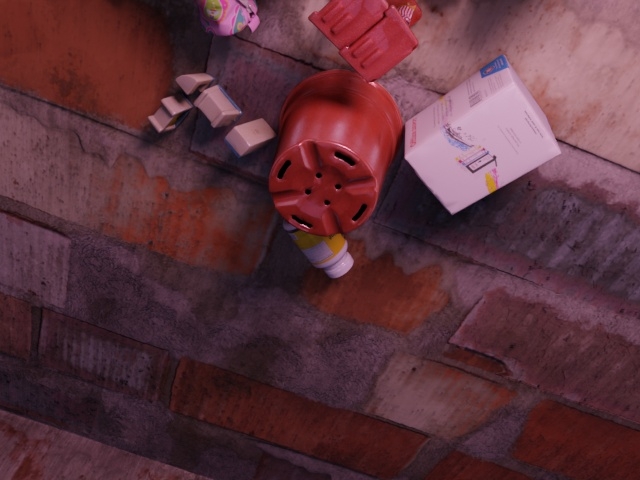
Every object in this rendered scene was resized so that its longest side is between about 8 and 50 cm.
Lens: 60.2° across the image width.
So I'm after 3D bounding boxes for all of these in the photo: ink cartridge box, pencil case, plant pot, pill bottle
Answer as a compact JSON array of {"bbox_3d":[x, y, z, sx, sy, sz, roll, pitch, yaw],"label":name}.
[{"bbox_3d":[0.302,-0.201,1.067,0.233,0.171,0.168,-32,114,29],"label":"ink cartridge box"},{"bbox_3d":[-0.195,-0.486,0.936,0.124,0.124,0.284,-5,146,14],"label":"pencil case"},{"bbox_3d":[0.021,-0.161,1.091,0.273,0.265,0.272,5,126,7],"label":"plant pot"},{"bbox_3d":[0.000,0.000,1.311,0.103,0.103,0.184,-25,118,25],"label":"pill bottle"}]

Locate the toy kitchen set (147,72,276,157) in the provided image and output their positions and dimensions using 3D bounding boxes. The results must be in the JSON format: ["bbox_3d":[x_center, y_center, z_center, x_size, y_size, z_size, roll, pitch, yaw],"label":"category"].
[{"bbox_3d":[-0.236,-0.244,1.195,0.166,0.122,0.207,-39,90,31],"label":"toy kitchen set"}]

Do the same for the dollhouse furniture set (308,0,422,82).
[{"bbox_3d":[0.179,-0.451,0.892,0.374,0.201,0.152,-33,114,30],"label":"dollhouse furniture set"}]
